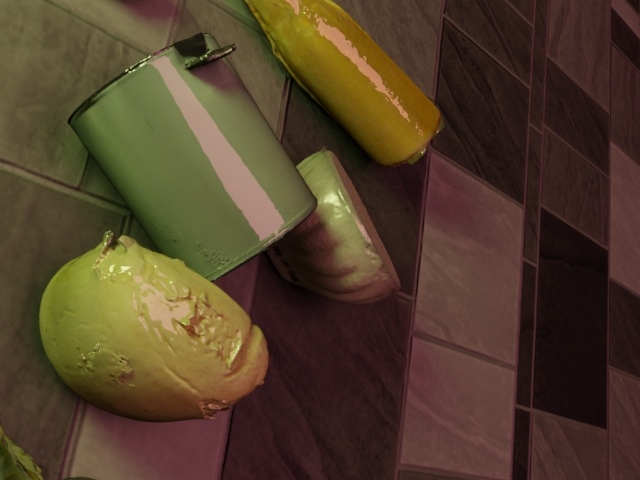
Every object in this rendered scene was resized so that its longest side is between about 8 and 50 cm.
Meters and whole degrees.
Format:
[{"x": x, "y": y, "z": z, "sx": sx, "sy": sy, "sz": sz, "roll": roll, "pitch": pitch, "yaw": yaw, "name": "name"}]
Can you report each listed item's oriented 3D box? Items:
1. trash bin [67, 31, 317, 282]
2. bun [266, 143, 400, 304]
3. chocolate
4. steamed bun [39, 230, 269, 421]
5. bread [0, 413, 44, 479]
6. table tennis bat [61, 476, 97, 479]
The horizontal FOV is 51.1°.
[{"x": -0.160, "y": -0.099, "z": 0.877, "sx": 0.262, "sy": 0.277, "sz": 0.217, "roll": 57, "pitch": 41, "yaw": -10, "name": "trash bin"}, {"x": 0.000, "y": 0.000, "z": 1.077, "sx": 0.263, "sy": 0.175, "sz": 0.263, "roll": 59, "pitch": 9, "yaw": -15, "name": "bun"}, {"x": 0.026, "y": -0.320, "z": 1.177, "sx": 0.445, "sy": 0.162, "sz": 0.162, "roll": 42, "pitch": 56, "yaw": -24, "name": "chocolate"}, {"x": -0.207, "y": 0.125, "z": 0.802, "sx": 0.273, "sy": 0.232, "sz": 0.166, "roll": 45, "pitch": 58, "yaw": -32, "name": "steamed bun"}, {"x": -0.387, "y": 0.224, "z": 0.595, "sx": 0.239, "sy": 0.264, "sz": 0.395, "roll": -38, "pitch": 108, "yaw": -34, "name": "bread"}, {"x": -0.318, "y": 0.401, "z": 0.795, "sx": 0.131, "sy": 0.022, "sz": 0.234, "roll": 39, "pitch": 56, "yaw": -32, "name": "table tennis bat"}]
